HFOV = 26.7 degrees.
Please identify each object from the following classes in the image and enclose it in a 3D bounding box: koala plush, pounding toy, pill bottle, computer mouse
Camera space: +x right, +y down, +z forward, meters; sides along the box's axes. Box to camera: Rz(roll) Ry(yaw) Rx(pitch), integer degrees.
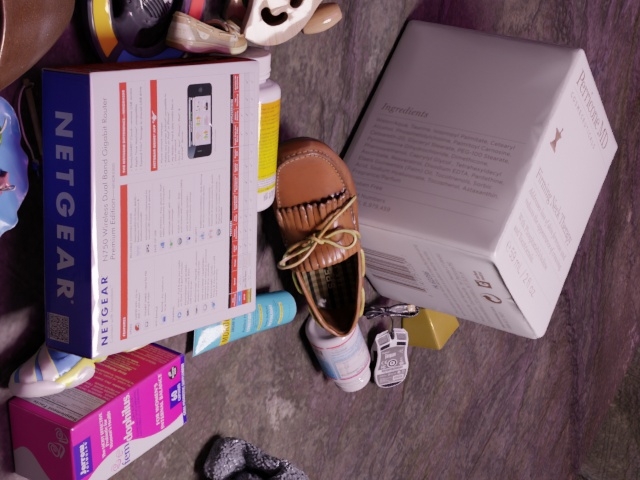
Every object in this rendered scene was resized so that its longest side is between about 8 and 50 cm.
[{"bbox_3d":[-0.114,0.449,2.036,0.221,0.203,0.196,-50,142,-37],"label":"koala plush"},{"bbox_3d":[-0.083,-0.370,1.835,0.154,0.155,0.269,-35,129,-8],"label":"pounding toy"},{"bbox_3d":[0.035,0.185,2.279,0.087,0.087,0.160,-57,146,-28],"label":"pill bottle"},{"bbox_3d":[-0.115,-0.152,1.835,0.117,0.117,0.215,-24,125,-53],"label":"pill bottle"},{"bbox_3d":[0.122,0.187,2.456,0.106,0.042,0.193,-10,128,-17],"label":"computer mouse"}]

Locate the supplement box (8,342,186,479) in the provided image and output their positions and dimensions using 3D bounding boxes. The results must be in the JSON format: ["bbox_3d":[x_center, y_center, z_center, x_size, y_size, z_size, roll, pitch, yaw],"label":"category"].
[{"bbox_3d":[-0.283,0.221,1.739,0.220,0.114,0.111,-32,131,-47],"label":"supplement box"}]

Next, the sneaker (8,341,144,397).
[{"bbox_3d":[-0.307,0.104,1.691,0.240,0.091,0.126,-30,110,-50],"label":"sneaker"}]

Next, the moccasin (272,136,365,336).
[{"bbox_3d":[-0.003,0.001,2.061,0.147,0.139,0.380,-103,-175,-46],"label":"moccasin"}]

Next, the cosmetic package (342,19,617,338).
[{"bbox_3d":[0.260,-0.105,2.280,0.394,0.327,0.329,-65,149,-17],"label":"cosmetic package"}]

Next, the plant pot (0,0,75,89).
[{"bbox_3d":[-0.348,-0.237,1.347,0.230,0.215,0.215,-34,133,-67],"label":"plant pot"}]

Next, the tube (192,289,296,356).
[{"bbox_3d":[-0.121,0.116,2.031,0.207,0.052,0.080,-12,105,-50],"label":"tube"}]

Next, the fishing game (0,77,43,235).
[{"bbox_3d":[-0.369,-0.087,1.460,0.264,0.041,0.189,-38,122,-59],"label":"fishing game"}]

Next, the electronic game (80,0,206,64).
[{"bbox_3d":[-0.214,-0.307,1.665,0.229,0.048,0.229,-32,130,-49],"label":"electronic game"}]

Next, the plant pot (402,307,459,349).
[{"bbox_3d":[0.201,0.146,2.553,0.081,0.081,0.083,-47,129,-38],"label":"plant pot"}]

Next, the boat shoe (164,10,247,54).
[{"bbox_3d":[-0.142,-0.267,1.728,0.153,0.056,0.048,-10,115,-56],"label":"boat shoe"}]

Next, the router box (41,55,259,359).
[{"bbox_3d":[-0.200,-0.052,1.649,0.301,0.082,0.336,-13,109,-52],"label":"router box"}]
